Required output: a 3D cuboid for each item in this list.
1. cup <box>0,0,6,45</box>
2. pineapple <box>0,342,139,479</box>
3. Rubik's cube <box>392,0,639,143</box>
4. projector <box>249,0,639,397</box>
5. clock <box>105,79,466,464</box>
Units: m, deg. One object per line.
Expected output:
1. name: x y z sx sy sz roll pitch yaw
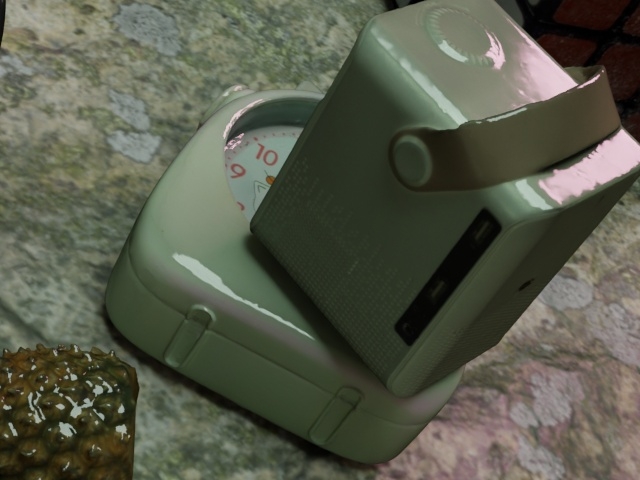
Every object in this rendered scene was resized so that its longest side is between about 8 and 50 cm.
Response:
1. cup: -0.330 -0.144 1.036 0.176 0.169 0.223 7 82 -37
2. pineapple: -0.237 0.110 0.885 0.251 0.125 0.125 6 47 -15
3. Rubik's cube: 0.294 -0.307 1.435 0.344 0.344 0.337 7 48 -29
4. projector: 0.087 -0.040 0.955 0.163 0.242 0.177 -26 68 -43
5. clock: 0.000 0.000 1.129 0.265 0.108 0.324 29 40 -5
